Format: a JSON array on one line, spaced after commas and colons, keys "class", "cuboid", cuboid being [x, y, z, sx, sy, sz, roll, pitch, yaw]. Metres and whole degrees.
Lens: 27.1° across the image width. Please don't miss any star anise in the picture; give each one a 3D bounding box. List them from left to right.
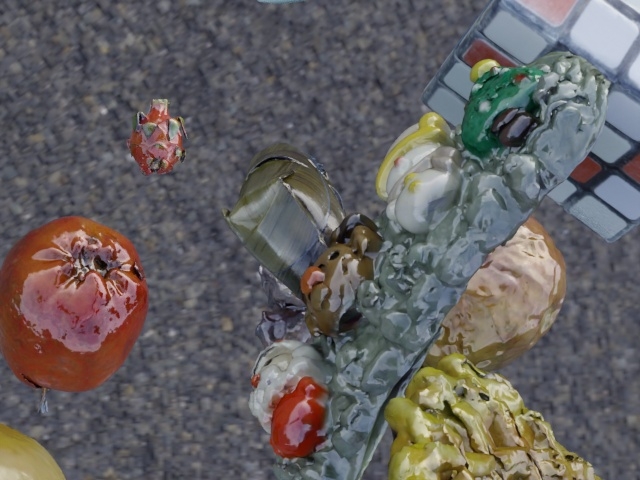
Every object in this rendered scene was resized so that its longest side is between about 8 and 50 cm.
[{"class": "star anise", "cuboid": [-0.047, 0.080, 2.019, 0.110, 0.257, 0.198, 21, 110, 1]}]

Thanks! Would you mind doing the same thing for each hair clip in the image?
[{"class": "hair clip", "cuboid": [0.043, 0.014, 0.794, 0.091, 0.138, 0.321, 28, 105, -13]}]

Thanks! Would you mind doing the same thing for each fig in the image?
[{"class": "fig", "cuboid": [0.200, 0.110, 1.911, 0.286, 0.286, 0.369, -44, 148, -31]}]

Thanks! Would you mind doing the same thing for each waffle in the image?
[{"class": "waffle", "cuboid": [0.115, 0.174, 0.627, 0.245, 0.052, 0.254, 43, 27, -16]}]

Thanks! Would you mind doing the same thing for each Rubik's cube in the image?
[{"class": "Rubik's cube", "cuboid": [0.289, -0.194, 1.271, 0.253, 0.256, 0.259, 37, 69, -1]}]

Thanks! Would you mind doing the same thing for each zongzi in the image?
[{"class": "zongzi", "cuboid": [0.000, 0.000, 1.572, 0.242, 0.112, 0.221, 47, 18, -15]}]

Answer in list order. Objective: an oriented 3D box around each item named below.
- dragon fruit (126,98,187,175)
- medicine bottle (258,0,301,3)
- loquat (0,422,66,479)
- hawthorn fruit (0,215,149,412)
[{"class": "dragon fruit", "cuboid": [-0.237, -0.150, 1.912, 0.086, 0.081, 0.116, -7, 76, -14]}, {"class": "medicine bottle", "cuboid": [-0.001, -0.335, 1.400, 0.083, 0.121, 0.229, 61, 27, -27]}, {"class": "loquat", "cuboid": [-0.271, 0.211, 0.907, 0.213, 0.213, 0.213, 7, 78, -32]}, {"class": "hawthorn fruit", "cuboid": [-0.351, 0.117, 1.807, 0.211, 0.299, 0.211, 16, 32, -10]}]
